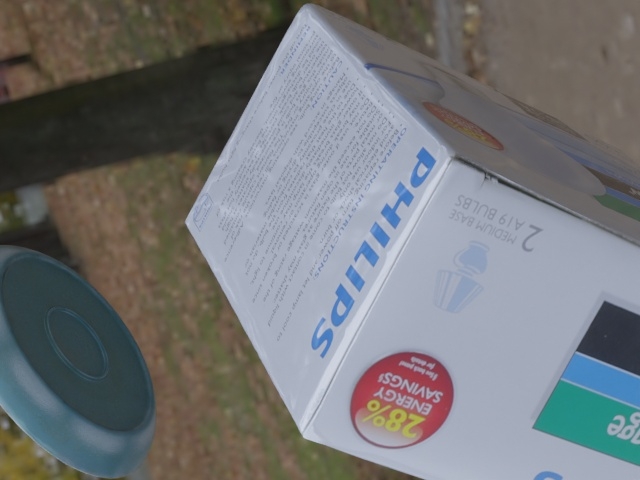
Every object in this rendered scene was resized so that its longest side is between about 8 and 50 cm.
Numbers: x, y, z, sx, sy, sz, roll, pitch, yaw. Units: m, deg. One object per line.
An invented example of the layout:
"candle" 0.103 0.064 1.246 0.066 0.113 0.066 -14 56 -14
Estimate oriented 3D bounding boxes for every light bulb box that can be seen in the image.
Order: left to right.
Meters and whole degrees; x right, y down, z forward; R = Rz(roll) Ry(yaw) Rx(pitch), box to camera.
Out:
"light bulb box" 0.129 0.024 1.293 0.225 0.358 0.361 -62 26 14

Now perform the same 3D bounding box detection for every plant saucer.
"plant saucer" -0.293 0.128 1.913 0.317 0.043 0.317 45 -159 -22
